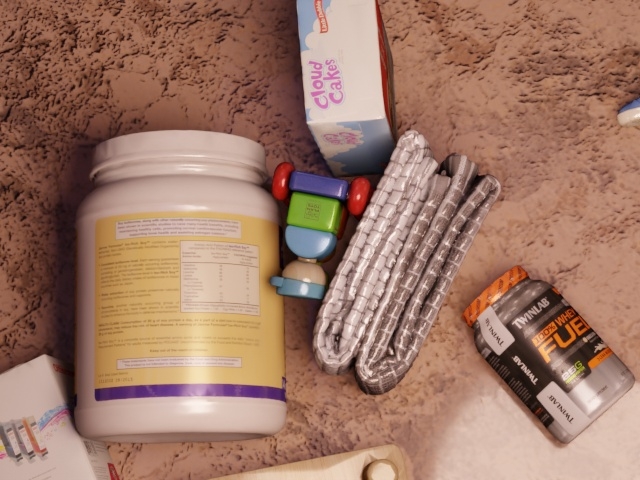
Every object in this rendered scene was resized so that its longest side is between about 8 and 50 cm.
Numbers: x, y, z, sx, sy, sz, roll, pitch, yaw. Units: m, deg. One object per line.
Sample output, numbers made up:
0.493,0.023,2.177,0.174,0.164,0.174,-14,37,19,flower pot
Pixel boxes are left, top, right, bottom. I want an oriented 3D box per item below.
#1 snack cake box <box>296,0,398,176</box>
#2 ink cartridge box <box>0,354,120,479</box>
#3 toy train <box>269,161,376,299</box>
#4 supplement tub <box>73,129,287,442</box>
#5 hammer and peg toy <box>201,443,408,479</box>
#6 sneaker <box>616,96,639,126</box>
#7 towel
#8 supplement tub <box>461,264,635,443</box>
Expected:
0.037,-0.175,1.712,0.089,0.264,0.152,-4,79,6,snack cake box
-0.329,0.240,1.747,0.127,0.128,0.176,-24,77,2,ink cartridge box
0.000,0.000,1.700,0.105,0.248,0.143,12,87,7,toy train
-0.160,0.060,1.705,0.241,0.241,0.331,-2,79,6,supplement tub
-0.004,0.425,1.655,0.265,0.127,0.361,-9,78,-7,hammer and peg toy
0.411,-0.196,1.778,0.152,0.058,0.085,-23,82,-1,sneaker
0.096,0.035,1.684,0.121,0.235,0.284,25,84,7,towel
0.257,0.128,1.707,0.117,0.117,0.190,-41,78,-2,supplement tub
